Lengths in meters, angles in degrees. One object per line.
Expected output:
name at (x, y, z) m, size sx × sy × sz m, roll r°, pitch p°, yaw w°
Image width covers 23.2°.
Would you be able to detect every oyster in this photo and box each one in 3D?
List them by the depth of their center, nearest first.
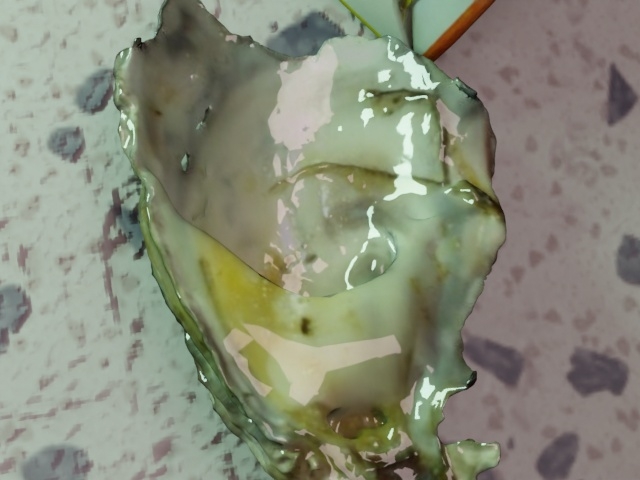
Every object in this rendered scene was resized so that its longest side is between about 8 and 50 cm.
oyster at (-0.002, 0.004, 0.810) m, size 0.275 × 0.100 × 0.271 m, roll 29°, pitch 68°, yaw 5°

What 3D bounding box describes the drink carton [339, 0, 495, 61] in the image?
drink carton at (0.147, -0.266, 0.888) m, size 0.111 × 0.154 × 0.351 m, roll 44°, pitch 69°, yaw -2°
